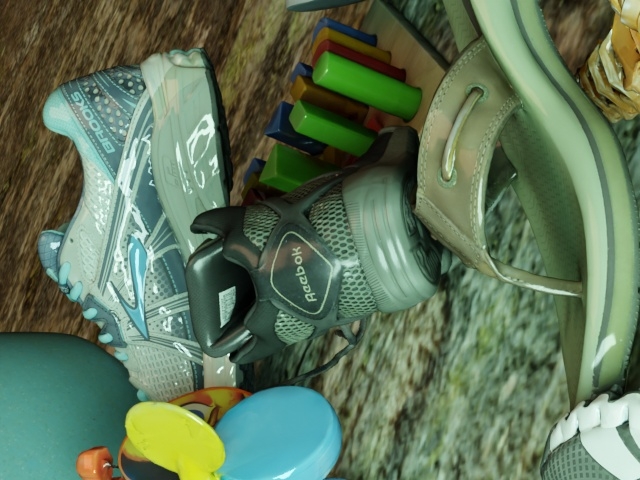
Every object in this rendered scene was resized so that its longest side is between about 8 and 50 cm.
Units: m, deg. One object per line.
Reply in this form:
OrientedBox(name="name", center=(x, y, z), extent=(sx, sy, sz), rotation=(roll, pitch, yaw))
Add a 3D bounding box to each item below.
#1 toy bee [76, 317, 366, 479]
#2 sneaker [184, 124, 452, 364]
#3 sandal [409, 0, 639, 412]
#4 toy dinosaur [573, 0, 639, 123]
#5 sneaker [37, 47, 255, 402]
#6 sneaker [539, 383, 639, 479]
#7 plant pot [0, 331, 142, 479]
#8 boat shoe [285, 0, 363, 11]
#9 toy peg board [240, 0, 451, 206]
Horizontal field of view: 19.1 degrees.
OrientedBox(name="toy bee", center=(-0.049, 0.146, 1.018), extent=(0.162, 0.195, 0.298), rotation=(-16, 16, 11))
OrientedBox(name="sneaker", center=(0.000, 0.000, 0.986), extent=(0.227, 0.130, 0.087), rotation=(-52, -54, -76))
OrientedBox(name="sandal", center=(0.075, -0.045, 0.875), extent=(0.120, 0.086, 0.303), rotation=(87, 167, -61))
OrientedBox(name="toy dinosaur", center=(0.155, -0.154, 0.817), extent=(0.322, 0.164, 0.218), rotation=(-45, 51, 42))
OrientedBox(name="sneaker", center=(-0.109, 0.026, 1.190), extent=(0.110, 0.122, 0.283), rotation=(-62, -34, -85))
OrientedBox(name="sneaker", center=(0.147, 0.111, 0.699), extent=(0.234, 0.078, 0.106), rotation=(-13, 57, 61))
OrientedBox(name="plant pot", center=(-0.201, 0.171, 1.245), extent=(0.195, 0.290, 0.290), rotation=(-41, 9, -28))
OrientedBox(name="boat shoe", center=(0.048, -0.209, 1.126), extent=(0.306, 0.113, 0.105), rotation=(178, 80, -74))
OrientedBox(name="toy peg board", center=(-0.001, -0.066, 1.181), extent=(0.161, 0.079, 0.160), rotation=(-63, 24, 16))
